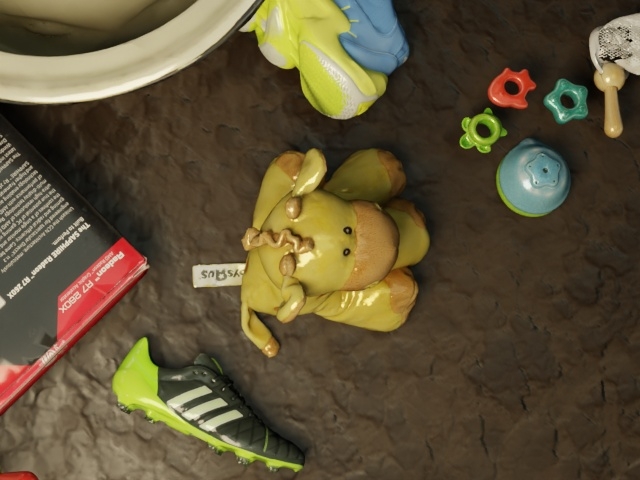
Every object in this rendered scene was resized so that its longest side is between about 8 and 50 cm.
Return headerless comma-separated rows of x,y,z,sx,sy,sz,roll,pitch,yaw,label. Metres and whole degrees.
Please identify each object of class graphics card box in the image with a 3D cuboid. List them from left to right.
-0.351,-0.028,1.102,0.371,0.094,0.233,45,79,-1,graphics card box

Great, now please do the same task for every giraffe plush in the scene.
0.000,0.000,1.107,0.210,0.170,0.181,-20,85,-11,giraffe plush

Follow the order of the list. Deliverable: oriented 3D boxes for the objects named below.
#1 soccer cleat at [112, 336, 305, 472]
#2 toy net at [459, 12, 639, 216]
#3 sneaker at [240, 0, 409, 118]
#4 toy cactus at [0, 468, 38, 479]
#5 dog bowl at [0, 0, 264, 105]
-0.089,0.140,1.131,0.179,0.060,0.072,25,77,-1,soccer cleat
0.231,-0.136,1.229,0.122,0.045,0.232,42,77,2,toy net
-0.014,-0.222,1.196,0.126,0.091,0.240,-37,87,-30,sneaker
-0.307,0.241,1.039,0.180,0.219,0.112,20,35,0,toy cactus
-0.196,-0.302,1.066,0.408,0.150,0.408,0,89,3,dog bowl
